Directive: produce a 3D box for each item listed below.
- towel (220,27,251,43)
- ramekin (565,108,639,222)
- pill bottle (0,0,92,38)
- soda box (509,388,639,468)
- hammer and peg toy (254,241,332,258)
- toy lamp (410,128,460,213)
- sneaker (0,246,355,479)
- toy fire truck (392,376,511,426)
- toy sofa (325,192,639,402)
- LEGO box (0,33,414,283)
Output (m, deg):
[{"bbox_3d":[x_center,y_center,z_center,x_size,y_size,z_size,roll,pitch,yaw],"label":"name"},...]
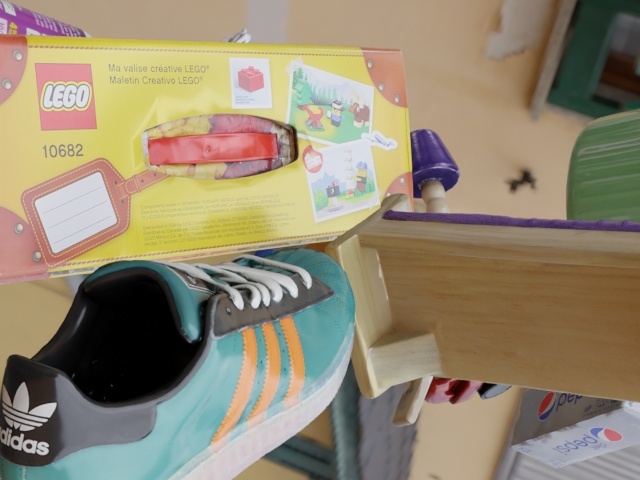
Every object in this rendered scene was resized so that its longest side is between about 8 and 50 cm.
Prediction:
[{"bbox_3d":[-0.153,-0.124,1.671,0.209,0.034,0.285,-50,157,-31],"label":"towel"},{"bbox_3d":[0.410,-0.022,1.514,0.303,0.148,0.303,16,72,-59],"label":"ramekin"},{"bbox_3d":[-0.459,-0.276,1.981,0.301,0.169,0.169,15,97,-41],"label":"pill bottle"},{"bbox_3d":[0.392,0.246,1.792,0.286,0.091,0.098,-40,-153,59],"label":"soda box"},{"bbox_3d":[0.000,0.000,2.073,0.127,0.266,0.361,47,43,-47],"label":"hammer and peg toy"},{"bbox_3d":[0.147,-0.009,1.476,0.080,0.080,0.274,88,-10,-61],"label":"toy lamp"},{"bbox_3d":[-0.065,0.055,0.702,0.302,0.108,0.121,-40,137,-53],"label":"sneaker"},{"bbox_3d":[0.167,0.160,1.640,0.246,0.158,0.217,-14,153,-26],"label":"toy fire truck"},{"bbox_3d":[0.199,0.042,1.001,0.177,0.362,0.150,-35,118,-43],"label":"toy sofa"},{"bbox_3d":[-0.213,-0.077,1.211,0.500,0.372,0.193,-7,94,-46],"label":"LEGO box"}]
